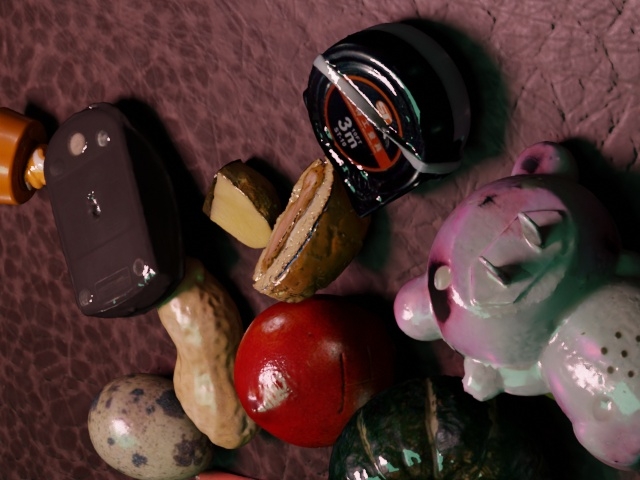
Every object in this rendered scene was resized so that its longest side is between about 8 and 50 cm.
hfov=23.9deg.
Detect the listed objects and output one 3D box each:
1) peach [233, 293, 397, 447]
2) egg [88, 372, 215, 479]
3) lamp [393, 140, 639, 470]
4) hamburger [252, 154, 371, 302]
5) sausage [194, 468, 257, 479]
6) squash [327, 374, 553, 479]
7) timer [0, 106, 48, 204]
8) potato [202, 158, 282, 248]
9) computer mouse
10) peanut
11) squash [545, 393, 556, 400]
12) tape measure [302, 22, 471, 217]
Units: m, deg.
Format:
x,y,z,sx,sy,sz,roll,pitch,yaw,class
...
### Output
x,y,z,sx,sy,sz,roll,pitch,yaw,class
-0.010,0.152,1.752,0.197,0.197,0.197,21,125,33,peach
-0.226,0.255,2.044,0.181,0.141,0.141,26,130,6,egg
0.233,0.065,1.452,0.301,0.247,0.247,43,92,20,lamp
0.007,-0.001,1.715,0.102,0.176,0.087,28,172,-21,hamburger
-0.075,0.341,2.029,0.253,0.034,0.034,7,117,40,sausage
0.129,0.270,1.669,0.252,0.165,0.252,-2,115,-3,squash
-0.369,-0.099,2.013,0.152,0.132,0.132,14,123,11,timer
-0.079,-0.041,1.804,0.103,0.066,0.096,42,148,10,potato
-0.252,-0.037,1.913,0.170,0.100,0.269,-26,72,38,computer mouse
-0.144,0.145,1.936,0.117,0.101,0.263,-6,108,23,peanut
0.260,0.134,1.592,0.219,0.068,0.077,28,147,28,squash
0.072,-0.135,1.588,0.181,0.107,0.182,-22,97,49,tape measure
